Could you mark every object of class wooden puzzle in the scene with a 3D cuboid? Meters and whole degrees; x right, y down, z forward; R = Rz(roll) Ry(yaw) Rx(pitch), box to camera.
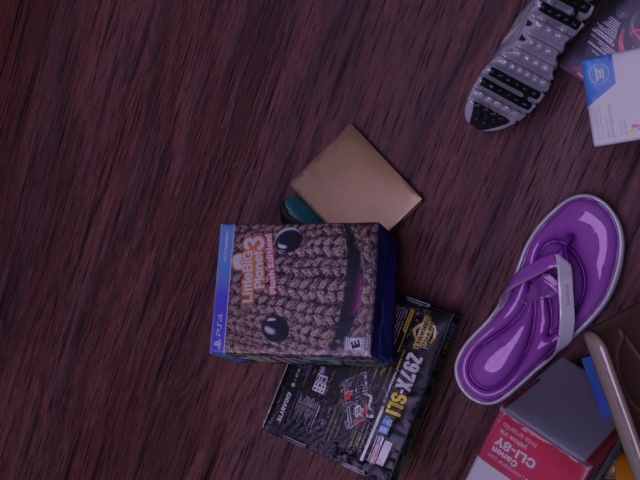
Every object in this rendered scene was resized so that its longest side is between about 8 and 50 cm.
[{"bbox_3d":[0.492,0.259,1.498,0.080,0.348,0.322,-21,86,35],"label":"wooden puzzle"}]

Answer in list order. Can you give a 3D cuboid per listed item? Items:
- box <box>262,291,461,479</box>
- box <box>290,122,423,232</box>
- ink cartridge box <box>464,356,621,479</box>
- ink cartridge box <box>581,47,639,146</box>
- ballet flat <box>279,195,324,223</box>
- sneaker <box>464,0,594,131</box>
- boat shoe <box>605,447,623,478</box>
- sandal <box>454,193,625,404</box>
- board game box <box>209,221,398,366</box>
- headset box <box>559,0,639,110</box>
[{"bbox_3d":[0.073,0.239,1.797,0.257,0.079,0.322,19,84,20],"label":"box"},{"bbox_3d":[0.065,-0.089,1.840,0.164,0.021,0.201,-44,74,9],"label":"box"},{"bbox_3d":[0.327,0.414,1.603,0.160,0.279,0.385,31,116,23],"label":"ink cartridge box"},{"bbox_3d":[0.511,-0.221,1.466,0.231,0.078,0.134,-9,92,26],"label":"ink cartridge box"},{"bbox_3d":[0.000,0.000,1.879,0.203,0.074,0.074,42,111,11],"label":"ballet flat"},{"bbox_3d":[0.339,-0.308,1.649,0.110,0.118,0.292,32,107,-9],"label":"sneaker"},{"bbox_3d":[0.473,0.326,1.678,0.056,0.048,0.153,-1,94,26],"label":"boat shoe"},{"bbox_3d":[0.366,0.116,1.681,0.169,0.102,0.416,35,109,19],"label":"sandal"},{"bbox_3d":[-0.025,0.095,1.747,0.291,0.141,0.232,-1,77,18],"label":"board game box"},{"bbox_3d":[0.534,-0.295,1.553,0.218,0.110,0.293,42,111,16],"label":"headset box"}]
